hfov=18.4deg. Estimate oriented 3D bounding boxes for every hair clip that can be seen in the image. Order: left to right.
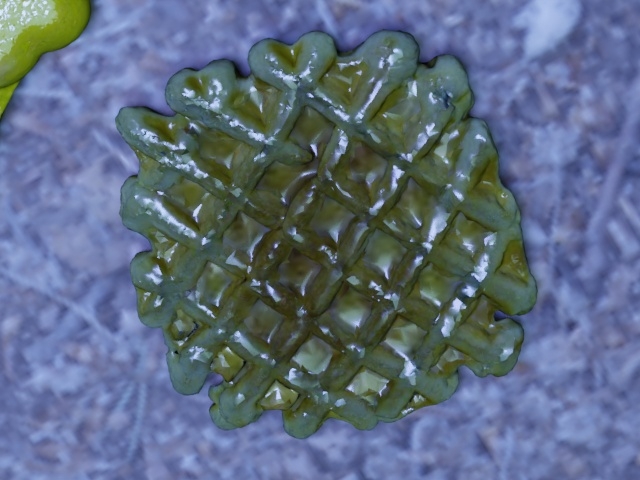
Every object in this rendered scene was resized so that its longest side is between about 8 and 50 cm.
[{"bbox_3d":[-0.140,-0.082,0.803,0.072,0.046,0.173,29,106,-15],"label":"hair clip"}]

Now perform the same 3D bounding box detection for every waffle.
[{"bbox_3d":[0.000,0.000,0.840,0.169,0.036,0.184,-15,109,7],"label":"waffle"}]
